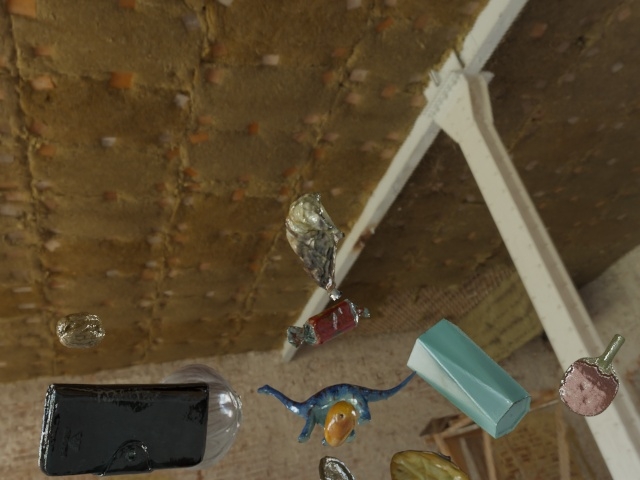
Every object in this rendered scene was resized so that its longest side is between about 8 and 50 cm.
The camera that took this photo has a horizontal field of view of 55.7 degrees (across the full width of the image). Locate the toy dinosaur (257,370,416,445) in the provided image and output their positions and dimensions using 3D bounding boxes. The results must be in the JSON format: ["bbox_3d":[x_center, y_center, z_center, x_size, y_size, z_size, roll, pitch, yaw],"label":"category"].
[{"bbox_3d":[0.029,0.334,1.184,0.329,0.144,0.076,-9,-46,11],"label":"toy dinosaur"}]

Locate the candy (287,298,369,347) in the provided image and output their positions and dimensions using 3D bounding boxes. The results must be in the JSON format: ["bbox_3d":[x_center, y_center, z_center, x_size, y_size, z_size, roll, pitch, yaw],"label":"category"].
[{"bbox_3d":[0.028,0.227,1.667,0.292,0.086,0.059,-20,-6,-38],"label":"candy"}]

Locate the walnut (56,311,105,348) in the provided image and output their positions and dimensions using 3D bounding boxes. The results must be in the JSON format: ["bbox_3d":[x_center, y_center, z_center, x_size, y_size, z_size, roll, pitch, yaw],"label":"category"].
[{"bbox_3d":[-0.487,0.183,1.236,0.096,0.079,0.082,7,-59,-56],"label":"walnut"}]

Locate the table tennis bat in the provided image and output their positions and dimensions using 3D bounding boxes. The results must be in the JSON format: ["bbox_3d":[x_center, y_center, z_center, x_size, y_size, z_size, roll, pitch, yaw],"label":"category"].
[{"bbox_3d":[0.722,0.348,1.585,0.234,0.131,0.022,-57,-32,-1],"label":"table tennis bat"}]

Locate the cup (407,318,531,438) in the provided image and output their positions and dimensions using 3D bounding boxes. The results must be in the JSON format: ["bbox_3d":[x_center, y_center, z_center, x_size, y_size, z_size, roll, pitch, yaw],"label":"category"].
[{"bbox_3d":[0.314,0.284,1.254,0.134,0.235,0.148,-11,-55,-37],"label":"cup"}]

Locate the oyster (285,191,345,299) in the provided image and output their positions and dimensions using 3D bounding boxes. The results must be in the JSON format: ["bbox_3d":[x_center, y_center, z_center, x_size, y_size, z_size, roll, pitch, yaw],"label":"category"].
[{"bbox_3d":[-0.010,0.004,1.239,0.100,0.275,0.271,-23,-64,-4],"label":"oyster"}]

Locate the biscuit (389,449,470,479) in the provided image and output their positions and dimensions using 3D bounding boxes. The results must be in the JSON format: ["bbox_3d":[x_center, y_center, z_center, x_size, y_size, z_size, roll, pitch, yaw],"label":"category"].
[{"bbox_3d":[0.309,0.701,1.742,0.203,0.260,0.041,-42,-40,-22],"label":"biscuit"}]

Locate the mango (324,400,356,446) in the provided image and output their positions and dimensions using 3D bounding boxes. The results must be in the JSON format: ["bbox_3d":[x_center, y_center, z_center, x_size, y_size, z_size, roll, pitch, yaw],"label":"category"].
[{"bbox_3d":[0.031,0.290,0.949,0.046,0.060,0.089,20,-50,15],"label":"mango"}]

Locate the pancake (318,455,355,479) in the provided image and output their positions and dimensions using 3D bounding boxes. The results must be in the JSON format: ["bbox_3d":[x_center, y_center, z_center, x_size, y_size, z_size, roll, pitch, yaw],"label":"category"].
[{"bbox_3d":[0.058,0.694,1.708,0.021,0.199,0.199,-37,-33,14],"label":"pancake"}]

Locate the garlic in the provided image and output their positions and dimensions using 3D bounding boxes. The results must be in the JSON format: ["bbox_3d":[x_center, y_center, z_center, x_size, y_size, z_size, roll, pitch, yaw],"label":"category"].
[{"bbox_3d":[-0.363,0.523,1.818,0.259,0.317,0.317,-8,-29,-18],"label":"garlic"}]

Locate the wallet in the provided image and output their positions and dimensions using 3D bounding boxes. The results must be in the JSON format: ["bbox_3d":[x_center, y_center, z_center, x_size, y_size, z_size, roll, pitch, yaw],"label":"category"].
[{"bbox_3d":[-0.362,0.357,1.158,0.318,0.172,0.045,12,-15,-38],"label":"wallet"}]
